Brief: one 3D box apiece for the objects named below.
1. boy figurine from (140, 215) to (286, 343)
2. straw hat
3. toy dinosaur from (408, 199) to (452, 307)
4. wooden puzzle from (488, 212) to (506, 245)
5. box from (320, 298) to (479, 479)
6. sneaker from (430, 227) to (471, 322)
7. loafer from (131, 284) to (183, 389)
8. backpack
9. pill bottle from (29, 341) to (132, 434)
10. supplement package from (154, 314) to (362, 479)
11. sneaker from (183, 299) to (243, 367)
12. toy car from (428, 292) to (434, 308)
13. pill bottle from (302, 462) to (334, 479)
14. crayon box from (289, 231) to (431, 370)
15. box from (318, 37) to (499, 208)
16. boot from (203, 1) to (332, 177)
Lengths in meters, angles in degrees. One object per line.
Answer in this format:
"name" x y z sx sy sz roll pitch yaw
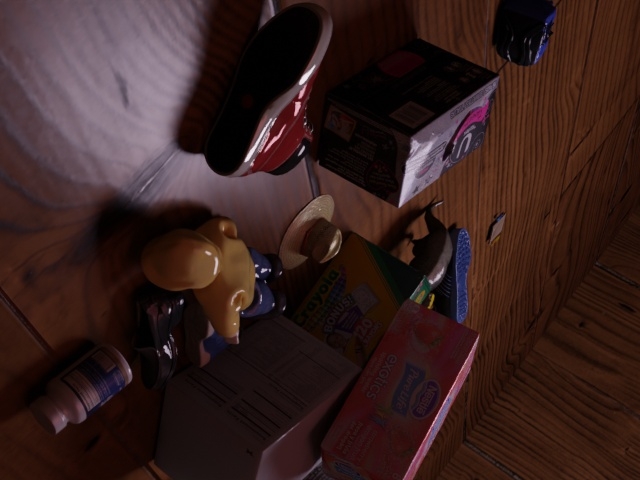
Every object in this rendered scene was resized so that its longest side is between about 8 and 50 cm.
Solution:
"boy figurine" -0.136 0.051 1.255 0.285 0.092 0.177 23 58 -66
"straw hat" 0.000 0.000 1.536 0.144 0.061 0.144 -44 153 -29
"toy dinosaur" 0.214 0.051 1.888 0.313 0.121 0.160 -52 -170 -23
"wooden puzzle" 0.459 -0.031 2.435 0.078 0.014 0.116 -43 153 -40
"box" 0.133 0.270 1.543 0.300 0.142 0.154 -57 162 -26
"sneaker" 0.296 0.080 2.190 0.081 0.091 0.232 -19 114 -53
"loafer" -0.232 0.135 1.267 0.061 0.062 0.170 -18 126 -44
"backpack" 0.393 -0.396 1.761 0.101 0.098 0.120 -45 153 -34
"pill bottle" -0.303 0.188 1.177 0.120 0.067 0.067 -40 150 -35
"supplement package" -0.101 0.287 1.519 0.263 0.198 0.199 -31 145 -46
"sneaker" -0.155 0.122 1.386 0.085 0.058 0.152 -34 152 -32
"toy car" 0.153 0.191 2.069 0.225 0.053 0.239 -58 155 3
"pill bottle" 0.004 0.549 1.933 0.161 0.283 0.161 -44 152 -30
"crayon box" 0.052 0.145 1.682 0.278 0.165 0.081 -55 156 -8
"box" 0.140 -0.185 1.450 0.247 0.163 0.142 -37 147 -38
"boot" -0.036 -0.190 1.213 0.244 0.088 0.176 -57 158 20
